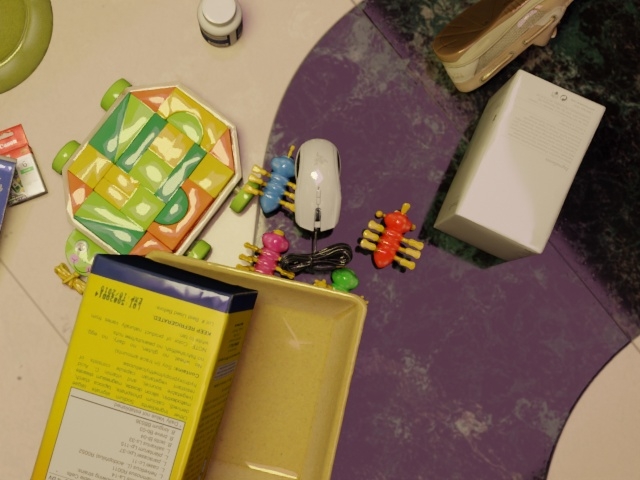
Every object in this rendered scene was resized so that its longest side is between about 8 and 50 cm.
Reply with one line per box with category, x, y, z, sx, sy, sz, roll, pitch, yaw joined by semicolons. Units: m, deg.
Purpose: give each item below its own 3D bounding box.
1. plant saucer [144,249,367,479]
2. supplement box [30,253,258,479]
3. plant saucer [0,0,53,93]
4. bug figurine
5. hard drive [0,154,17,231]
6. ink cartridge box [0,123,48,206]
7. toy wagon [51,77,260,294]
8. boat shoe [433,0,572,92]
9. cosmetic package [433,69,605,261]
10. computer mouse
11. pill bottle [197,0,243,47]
plant saucer;-0.122;0.208;1.739;0.332;0.081;0.333;12;90;7
supplement box;-0.236;0.213;1.616;0.194;0.195;0.357;17;91;7
plant saucer;-0.528;-0.335;1.810;0.240;0.037;0.241;0;86;-2
bug figurine;0.000;0.000;1.789;0.279;0.072;0.216;27;91;-5
hard drive;-0.617;-0.052;1.719;0.318;0.040;0.210;13;106;-14
ink cartridge box;-0.459;-0.114;1.800;0.062;0.029;0.115;-21;87;-3
toy wagon;-0.269;-0.065;1.785;0.267;0.068;0.344;38;85;1
boat shoe;0.310;-0.343;1.820;0.302;0.109;0.098;-39;128;-5
cosmetic package;0.278;-0.100;1.730;0.138;0.224;0.225;23;85;-1
computer mouse;-0.006;-0.050;1.728;0.106;0.042;0.193;-1;93;-2
pill bottle;-0.149;-0.331;1.782;0.067;0.120;0.067;0;86;-3
